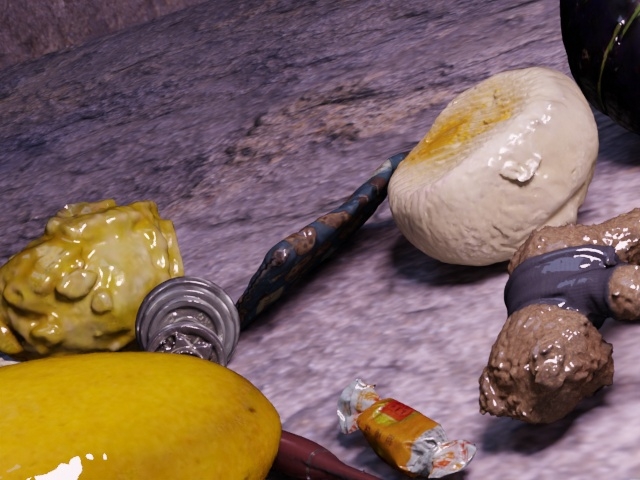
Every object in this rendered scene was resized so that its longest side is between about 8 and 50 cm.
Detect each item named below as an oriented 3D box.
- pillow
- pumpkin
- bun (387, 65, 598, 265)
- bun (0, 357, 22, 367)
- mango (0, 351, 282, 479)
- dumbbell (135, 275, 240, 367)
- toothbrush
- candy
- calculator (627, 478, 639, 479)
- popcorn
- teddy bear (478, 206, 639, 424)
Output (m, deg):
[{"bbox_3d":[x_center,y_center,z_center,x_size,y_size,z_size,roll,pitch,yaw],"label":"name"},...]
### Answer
[{"bbox_3d":[0.000,0.000,1.555,0.255,0.034,0.189,-38,-6,-37],"label":"pillow"},{"bbox_3d":[0.395,-0.221,1.501,0.295,0.296,0.296,-21,21,8],"label":"pumpkin"},{"bbox_3d":[0.191,-0.070,1.457,0.244,0.153,0.244,-41,21,19],"label":"bun"},{"bbox_3d":[-0.322,0.201,1.382,0.229,0.145,0.229,-20,18,7],"label":"bun"},{"bbox_3d":[-0.241,0.216,1.148,0.445,0.221,0.301,-23,23,-11],"label":"mango"},{"bbox_3d":[-0.133,0.106,1.399,0.110,0.110,0.254,-24,10,1],"label":"dumbbell"},{"bbox_3d":[-0.031,0.185,1.239,0.041,0.041,0.364,-35,23,-27],"label":"toothbrush"},{"bbox_3d":[0.066,0.162,1.176,0.053,0.046,0.182,-28,25,-19],"label":"candy"},{"bbox_3d":[0.308,0.129,0.831,0.298,0.186,0.041,-29,-24,14],"label":"calculator"},{"bbox_3d":[-0.262,0.061,1.636,0.233,0.192,0.266,-35,-7,18],"label":"popcorn"},{"bbox_3d":[0.209,0.048,1.161,0.251,0.129,0.182,-42,-17,-38],"label":"teddy bear"}]
